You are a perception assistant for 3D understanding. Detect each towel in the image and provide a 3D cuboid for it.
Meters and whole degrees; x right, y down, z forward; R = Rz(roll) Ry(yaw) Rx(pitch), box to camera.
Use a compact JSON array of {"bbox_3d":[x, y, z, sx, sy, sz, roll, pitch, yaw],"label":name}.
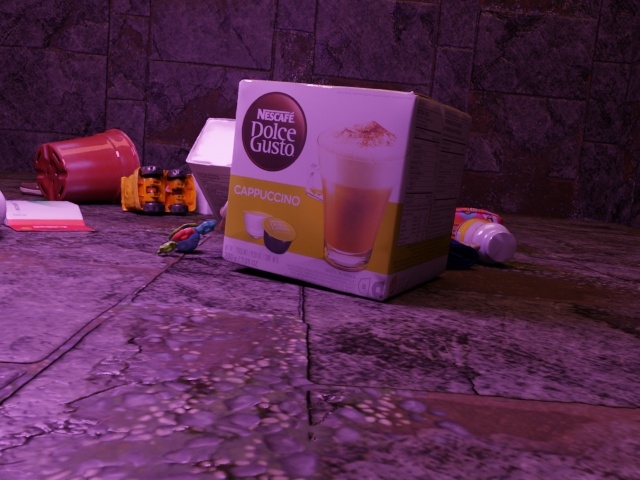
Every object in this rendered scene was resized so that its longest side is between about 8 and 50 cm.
[{"bbox_3d":[0.210,-0.005,1.447,0.227,0.076,0.308,26,-1,-21],"label":"towel"}]

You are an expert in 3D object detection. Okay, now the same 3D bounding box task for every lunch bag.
[{"bbox_3d":[0.380,-0.049,1.811,0.293,0.120,0.258,4,7,-7],"label":"lunch bag"}]

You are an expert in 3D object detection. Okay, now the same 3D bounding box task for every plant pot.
[{"bbox_3d":[-0.820,-0.246,2.072,0.272,0.272,0.265,10,16,35],"label":"plant pot"}]

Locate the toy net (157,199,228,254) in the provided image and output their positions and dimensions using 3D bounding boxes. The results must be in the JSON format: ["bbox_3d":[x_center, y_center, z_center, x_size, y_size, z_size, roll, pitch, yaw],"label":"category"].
[{"bbox_3d":[-0.225,-0.045,1.198,0.232,0.045,0.122,-34,-15,18],"label":"toy net"}]

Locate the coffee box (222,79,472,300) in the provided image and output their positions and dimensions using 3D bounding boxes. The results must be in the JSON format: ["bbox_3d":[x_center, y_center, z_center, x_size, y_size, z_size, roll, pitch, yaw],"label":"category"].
[{"bbox_3d":[0.058,-0.109,1.129,0.337,0.334,0.338,13,11,27],"label":"coffee box"}]

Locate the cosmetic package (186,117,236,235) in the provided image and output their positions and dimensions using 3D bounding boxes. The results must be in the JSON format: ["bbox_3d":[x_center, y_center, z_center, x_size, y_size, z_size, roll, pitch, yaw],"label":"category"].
[{"bbox_3d":[-0.157,-0.114,1.297,0.153,0.129,0.296,9,-32,15],"label":"cosmetic package"}]

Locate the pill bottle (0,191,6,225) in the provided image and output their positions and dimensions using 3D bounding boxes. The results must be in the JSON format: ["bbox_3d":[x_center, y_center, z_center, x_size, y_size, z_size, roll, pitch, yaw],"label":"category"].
[{"bbox_3d":[-0.708,-0.070,1.207,0.124,0.124,0.221,1,8,-31],"label":"pill bottle"}]

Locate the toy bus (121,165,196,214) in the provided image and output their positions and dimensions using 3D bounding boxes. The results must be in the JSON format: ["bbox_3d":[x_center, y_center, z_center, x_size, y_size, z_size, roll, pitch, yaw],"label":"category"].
[{"bbox_3d":[-0.556,-0.151,1.979,0.211,0.149,0.220,-10,-7,43],"label":"toy bus"}]

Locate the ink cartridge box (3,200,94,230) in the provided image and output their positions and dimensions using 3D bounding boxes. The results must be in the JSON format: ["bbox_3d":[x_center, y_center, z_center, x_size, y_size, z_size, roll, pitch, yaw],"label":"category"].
[{"bbox_3d":[-0.681,-0.063,1.463,0.181,0.056,0.224,-1,8,-40],"label":"ink cartridge box"}]

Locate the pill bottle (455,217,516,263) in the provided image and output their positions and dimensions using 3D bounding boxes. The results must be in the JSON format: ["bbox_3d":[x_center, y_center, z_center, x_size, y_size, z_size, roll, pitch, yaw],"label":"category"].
[{"bbox_3d":[0.417,0.003,1.496,0.103,0.103,0.184,4,8,-9],"label":"pill bottle"}]

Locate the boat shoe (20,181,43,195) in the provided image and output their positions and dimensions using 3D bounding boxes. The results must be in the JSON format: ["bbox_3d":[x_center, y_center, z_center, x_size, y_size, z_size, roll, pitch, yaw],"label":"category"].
[{"bbox_3d":[-1.000,-0.214,2.244,0.257,0.095,0.095,5,7,-1],"label":"boat shoe"}]

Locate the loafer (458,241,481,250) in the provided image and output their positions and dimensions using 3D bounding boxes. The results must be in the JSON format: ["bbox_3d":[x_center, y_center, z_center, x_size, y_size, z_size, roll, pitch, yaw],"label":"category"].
[{"bbox_3d":[0.352,0.023,1.464,0.039,0.045,0.125,-15,1,-13],"label":"loafer"}]

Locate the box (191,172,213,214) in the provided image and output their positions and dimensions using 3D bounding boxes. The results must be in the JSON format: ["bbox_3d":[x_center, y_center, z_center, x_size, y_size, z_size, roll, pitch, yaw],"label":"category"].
[{"bbox_3d":[-0.384,-0.181,2.114,0.091,0.170,0.130,10,8,35],"label":"box"}]
